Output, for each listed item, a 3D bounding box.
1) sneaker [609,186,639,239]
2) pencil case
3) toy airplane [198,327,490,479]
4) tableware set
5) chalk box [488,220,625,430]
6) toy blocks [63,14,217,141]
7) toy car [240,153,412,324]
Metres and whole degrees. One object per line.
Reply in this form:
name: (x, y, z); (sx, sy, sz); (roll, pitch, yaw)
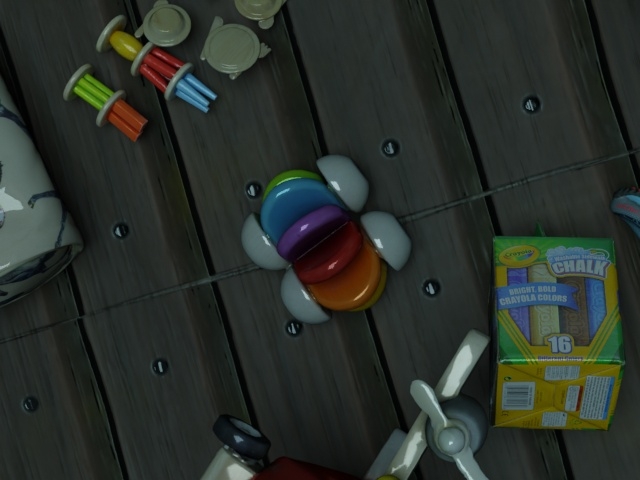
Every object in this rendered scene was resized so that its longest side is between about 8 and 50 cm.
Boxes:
sneaker: (0.397, 0.054, 1.679); (0.262, 0.104, 0.125); (44, 100, 7)
pencil case: (-0.428, -0.113, 1.789); (0.183, 0.160, 0.410); (-27, 86, -7)
toy airplane: (0.044, 0.316, 1.612); (0.272, 0.384, 0.386); (32, 140, 29)
tableware set: (-0.122, -0.264, 1.782); (0.168, 0.020, 0.141); (27, 70, 11)
chalk box: (0.247, 0.080, 1.666); (0.132, 0.132, 0.213); (1, 52, 4)
toy blocks: (-0.205, -0.170, 1.804); (0.148, 0.054, 0.123); (36, 96, 7)
toy car: (0.000, 0.000, 1.729); (0.159, 0.136, 0.182); (-37, 85, 9)
